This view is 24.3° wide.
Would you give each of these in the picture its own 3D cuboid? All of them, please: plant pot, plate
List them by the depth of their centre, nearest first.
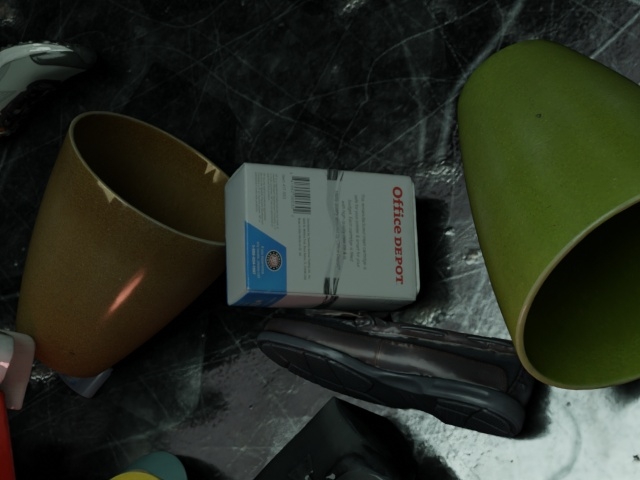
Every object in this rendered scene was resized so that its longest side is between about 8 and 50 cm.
[{"bbox_3d":[0.251,-0.054,1.447,0.274,0.275,0.294,-39,49,13],"label":"plant pot"},{"bbox_3d":[-0.218,0.315,1.650,0.188,0.024,0.188,-33,36,28],"label":"plate"},{"bbox_3d":[-0.238,0.023,1.688,0.237,0.237,0.254,48,115,27],"label":"plant pot"}]

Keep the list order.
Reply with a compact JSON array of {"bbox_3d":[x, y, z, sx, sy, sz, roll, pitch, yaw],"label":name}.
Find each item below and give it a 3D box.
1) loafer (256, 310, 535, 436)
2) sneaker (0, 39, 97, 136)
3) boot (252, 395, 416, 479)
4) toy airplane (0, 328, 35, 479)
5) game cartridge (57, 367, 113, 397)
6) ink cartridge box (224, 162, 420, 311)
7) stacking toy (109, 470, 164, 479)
[{"bbox_3d":[0.083,0.122,1.569,0.302,0.109,0.095,15,65,23],"label":"loafer"},{"bbox_3d":[-0.392,-0.184,1.880,0.271,0.100,0.108,-18,84,25],"label":"sneaker"},{"bbox_3d":[-0.019,0.435,1.519,0.445,0.146,0.367,-43,65,6],"label":"boot"},{"bbox_3d":[-0.425,0.267,1.619,0.272,0.386,0.384,-9,50,-19],"label":"toy airplane"},{"bbox_3d":[-0.290,0.147,1.784,0.083,0.017,0.056,44,102,28],"label":"game cartridge"},{"bbox_3d":[0.000,0.000,1.579,0.082,0.190,0.140,145,127,-64],"label":"ink cartridge box"},{"bbox_3d":[-0.150,0.414,1.457,0.279,0.130,0.309,39,100,30],"label":"stacking toy"}]
